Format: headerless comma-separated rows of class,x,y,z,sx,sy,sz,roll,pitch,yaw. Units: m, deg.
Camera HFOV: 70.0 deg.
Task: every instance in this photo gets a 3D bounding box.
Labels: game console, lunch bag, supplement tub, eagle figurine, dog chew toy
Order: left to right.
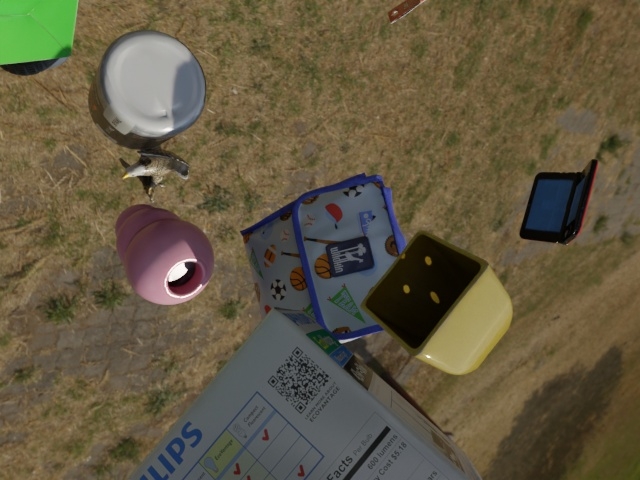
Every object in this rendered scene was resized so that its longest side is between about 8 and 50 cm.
supplement tub,-0.399,-0.316,1.023,0.206,0.337,0.208,-2,94,-31
eagle figurine,-0.499,-0.252,1.360,0.226,0.225,0.298,18,140,-17
dog chew toy,-0.406,0.013,1.133,0.206,0.331,0.207,-25,132,-31
lunch bag,0.021,0.065,1.028,0.385,0.328,0.238,-22,167,39
game console,0.437,-0.073,0.845,0.124,0.085,0.144,40,67,-71

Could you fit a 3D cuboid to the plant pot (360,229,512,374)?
plant pot,0.099,0.056,0.358,0.083,0.081,0.082,39,90,-30

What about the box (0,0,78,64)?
box,-0.424,-0.286,0.438,0.127,0.231,0.262,-55,173,38

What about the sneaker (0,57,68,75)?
sneaker,-0.463,-0.337,0.695,0.129,0.297,0.111,-33,144,-42

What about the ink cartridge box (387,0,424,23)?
ink cartridge box,0.119,-0.292,0.504,0.115,0.063,0.029,-28,120,23

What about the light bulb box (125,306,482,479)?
light bulb box,-0.025,0.343,0.650,0.358,0.361,0.225,-49,168,-3
